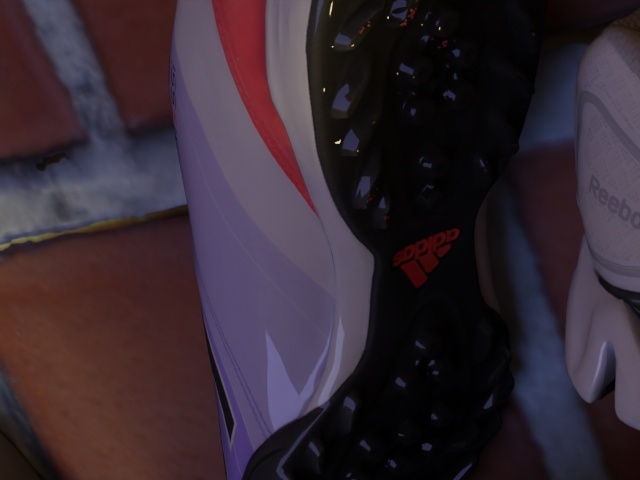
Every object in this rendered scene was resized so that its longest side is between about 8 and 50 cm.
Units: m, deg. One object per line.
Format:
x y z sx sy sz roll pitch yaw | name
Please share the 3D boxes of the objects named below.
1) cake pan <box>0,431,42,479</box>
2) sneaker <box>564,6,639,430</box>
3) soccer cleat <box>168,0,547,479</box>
-0.240 0.192 0.802 0.293 0.054 0.293 21 128 28 | cake pan
0.183 -0.008 0.298 0.292 0.110 0.118 2 109 38 | sneaker
0.000 0.000 0.464 0.116 0.109 0.318 44 144 40 | soccer cleat
